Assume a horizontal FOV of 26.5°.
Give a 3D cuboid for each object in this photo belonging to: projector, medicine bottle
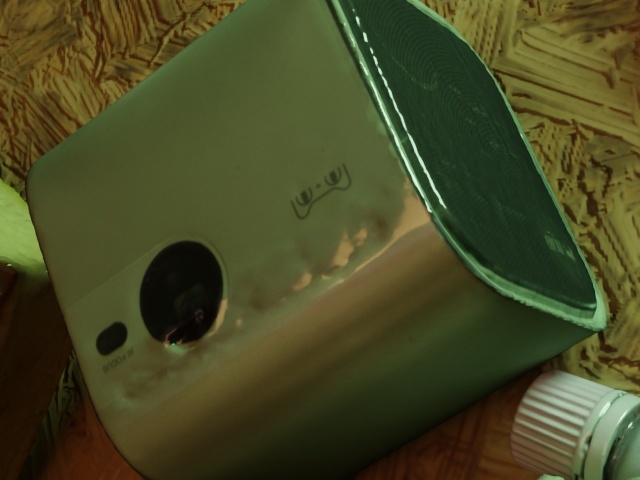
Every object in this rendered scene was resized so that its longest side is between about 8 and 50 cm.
[{"bbox_3d":[0.000,0.000,0.864,0.249,0.248,0.249,-34,63,22],"label":"projector"},{"bbox_3d":[0.212,0.139,0.800,0.203,0.083,0.083,22,92,33],"label":"medicine bottle"}]

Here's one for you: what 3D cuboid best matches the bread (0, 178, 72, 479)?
[{"bbox_3d":[-0.359,0.084,1.106,0.323,0.143,0.333,35,110,32],"label":"bread"}]

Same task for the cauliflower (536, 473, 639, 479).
[{"bbox_3d":[0.153,0.256,0.749,0.239,0.315,0.256,-60,10,-19],"label":"cauliflower"}]
